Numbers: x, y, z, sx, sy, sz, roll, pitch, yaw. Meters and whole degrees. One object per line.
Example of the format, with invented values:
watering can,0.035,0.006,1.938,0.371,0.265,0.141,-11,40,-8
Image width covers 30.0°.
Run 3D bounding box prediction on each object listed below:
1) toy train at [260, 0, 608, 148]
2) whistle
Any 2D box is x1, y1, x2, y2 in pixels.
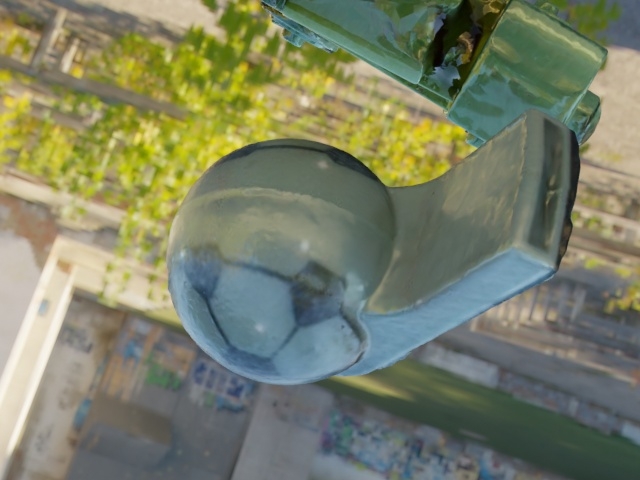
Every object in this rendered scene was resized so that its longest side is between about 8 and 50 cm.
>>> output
toy train,0.087,-0.203,1.101,0.397,0.160,0.253,31,-169,3
whistle,0.000,0.000,0.704,0.163,0.163,0.289,24,146,-21
